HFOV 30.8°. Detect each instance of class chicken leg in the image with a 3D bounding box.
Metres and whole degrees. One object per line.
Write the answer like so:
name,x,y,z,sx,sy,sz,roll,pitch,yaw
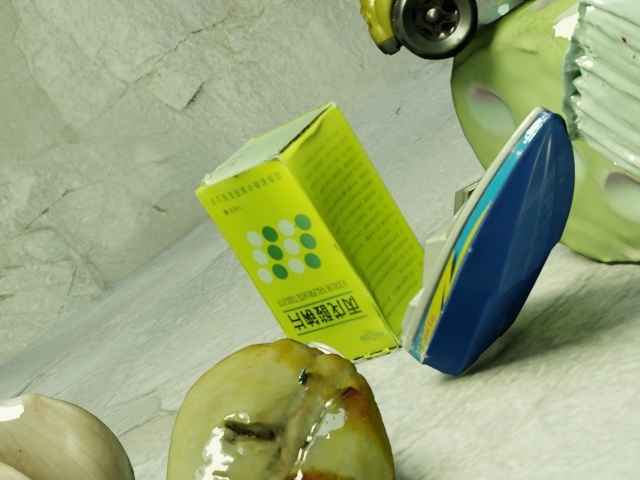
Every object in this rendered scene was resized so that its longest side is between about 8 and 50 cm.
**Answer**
chicken leg,-0.056,0.212,0.790,0.201,0.153,0.429,-10,27,19

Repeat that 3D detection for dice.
dice,0.289,-0.141,1.054,0.254,0.252,0.249,-39,13,-17

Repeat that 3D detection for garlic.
garlic,-0.292,0.248,1.024,0.237,0.292,0.210,11,29,7

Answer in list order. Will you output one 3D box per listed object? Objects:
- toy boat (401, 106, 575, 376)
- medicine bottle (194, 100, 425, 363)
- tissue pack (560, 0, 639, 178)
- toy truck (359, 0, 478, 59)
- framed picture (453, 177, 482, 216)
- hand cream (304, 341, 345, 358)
toy boat,0.141,-0.009,0.937,0.129,0.088,0.295,-39,-21,-28
medicine bottle,0.000,0.000,1.233,0.137,0.250,0.141,-21,18,36
tissue pack,0.399,-0.156,0.797,0.388,0.162,0.287,-38,53,-23
toy truck,0.117,-0.268,1.002,0.224,0.165,0.147,-33,14,10
framed picture,0.252,-0.060,1.386,0.211,0.020,0.289,-28,12,16
hand cream,-0.079,0.212,1.017,0.111,0.070,0.312,-14,25,45
